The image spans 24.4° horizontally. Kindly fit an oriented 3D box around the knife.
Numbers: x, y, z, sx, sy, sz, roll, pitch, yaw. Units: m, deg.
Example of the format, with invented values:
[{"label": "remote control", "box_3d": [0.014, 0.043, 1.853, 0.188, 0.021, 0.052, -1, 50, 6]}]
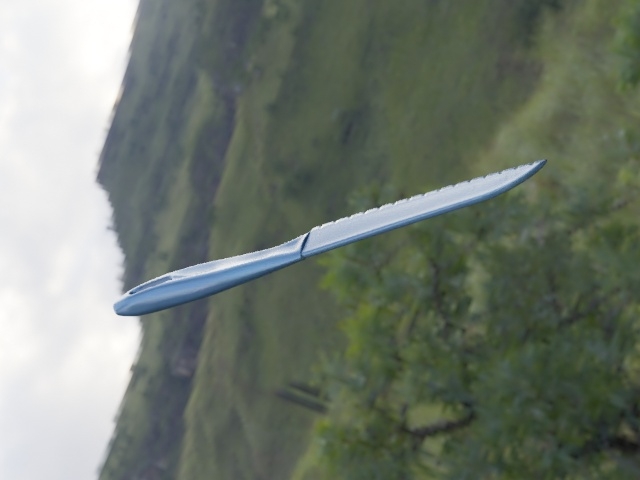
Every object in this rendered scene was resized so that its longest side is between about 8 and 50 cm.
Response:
[{"label": "knife", "box_3d": [0.000, 0.000, 0.962, 0.019, 0.313, 0.044, 64, -157, -21]}]
